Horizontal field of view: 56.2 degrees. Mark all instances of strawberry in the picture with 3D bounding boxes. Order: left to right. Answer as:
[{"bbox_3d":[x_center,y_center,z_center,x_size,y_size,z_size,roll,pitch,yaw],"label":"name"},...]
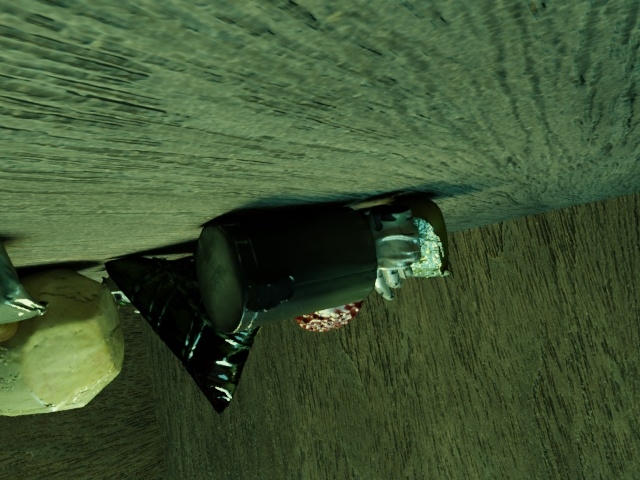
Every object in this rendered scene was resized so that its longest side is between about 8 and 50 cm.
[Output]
[{"bbox_3d":[0.034,0.075,1.426,0.257,0.261,0.261,-14,175,15],"label":"strawberry"}]

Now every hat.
[{"bbox_3d":[-0.537,0.076,0.859,0.244,0.149,0.214,-21,180,-27],"label":"hat"}]

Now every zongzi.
[{"bbox_3d":[-0.232,0.130,1.370,0.362,0.383,0.319,-49,154,15],"label":"zongzi"}]

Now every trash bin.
[{"bbox_3d":[-0.057,0.049,1.142,0.301,0.203,0.252,-9,-164,-34],"label":"trash bin"}]

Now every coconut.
[{"bbox_3d":[-0.628,0.224,1.324,0.352,0.352,0.352,-11,176,-1],"label":"coconut"}]

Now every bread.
[{"bbox_3d":[0.208,-0.003,1.345,0.158,0.261,0.156,-3,-139,19],"label":"bread"}]

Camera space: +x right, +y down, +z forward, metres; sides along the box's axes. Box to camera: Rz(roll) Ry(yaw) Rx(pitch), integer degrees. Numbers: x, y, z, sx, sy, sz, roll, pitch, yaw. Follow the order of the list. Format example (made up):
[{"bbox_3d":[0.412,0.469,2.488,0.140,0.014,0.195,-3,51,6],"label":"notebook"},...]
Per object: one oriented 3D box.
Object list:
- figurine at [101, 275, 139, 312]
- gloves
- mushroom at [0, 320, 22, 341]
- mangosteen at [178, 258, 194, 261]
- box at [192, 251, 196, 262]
[{"bbox_3d":[-0.489,0.119,1.569,0.192,0.126,0.147,0,-164,7],"label":"figurine"},{"bbox_3d":[0.139,0.034,1.212,0.127,0.212,0.111,-6,-160,-2],"label":"gloves"},{"bbox_3d":[-0.666,0.130,1.026,0.297,0.163,0.278,-15,-177,42],"label":"mushroom"},{"bbox_3d":[-0.318,0.142,1.701,0.210,0.210,0.210,-11,176,-1],"label":"mangosteen"},{"bbox_3d":[-0.214,0.039,1.597,0.243,0.055,0.103,-11,175,-10],"label":"box"}]
